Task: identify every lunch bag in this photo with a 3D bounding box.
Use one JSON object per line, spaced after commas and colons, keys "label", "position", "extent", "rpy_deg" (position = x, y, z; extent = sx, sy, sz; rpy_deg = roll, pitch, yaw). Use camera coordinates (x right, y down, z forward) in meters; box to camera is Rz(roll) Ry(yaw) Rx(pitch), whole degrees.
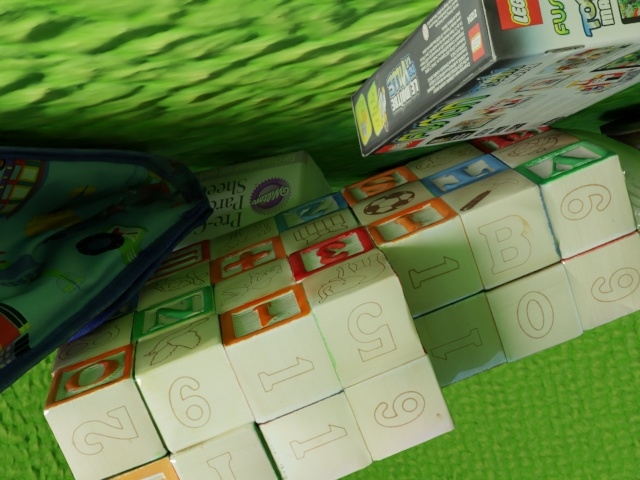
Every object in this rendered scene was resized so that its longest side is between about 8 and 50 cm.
{"label": "lunch bag", "position": [-0.214, 0.012, 0.544], "extent": [0.221, 0.138, 0.293], "rpy_deg": [-14, -171, 27]}

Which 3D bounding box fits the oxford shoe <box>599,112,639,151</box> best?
{"label": "oxford shoe", "position": [0.307, -0.081, 0.924], "extent": [0.076, 0.076, 0.212], "rpy_deg": [-10, 176, 23]}

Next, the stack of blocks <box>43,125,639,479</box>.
{"label": "stack of blocks", "position": [0.017, 0.037, 0.535], "extent": [0.297, 0.087, 0.171], "rpy_deg": [-21, -162, -2]}

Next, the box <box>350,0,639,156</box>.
{"label": "box", "position": [0.092, -0.081, 0.458], "extent": [0.114, 0.036, 0.207], "rpy_deg": [-10, 177, -12]}

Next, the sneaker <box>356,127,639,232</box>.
{"label": "sneaker", "position": [0.184, -0.035, 0.911], "extent": [0.148, 0.131, 0.350], "rpy_deg": [-7, -175, -38]}

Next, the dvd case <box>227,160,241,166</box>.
{"label": "dvd case", "position": [0.000, 0.000, 0.833], "extent": [0.179, 0.029, 0.239], "rpy_deg": [26, 175, -3]}

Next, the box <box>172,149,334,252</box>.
{"label": "box", "position": [-0.148, 0.006, 0.707], "extent": [0.324, 0.067, 0.063], "rpy_deg": [-9, 145, 21]}
